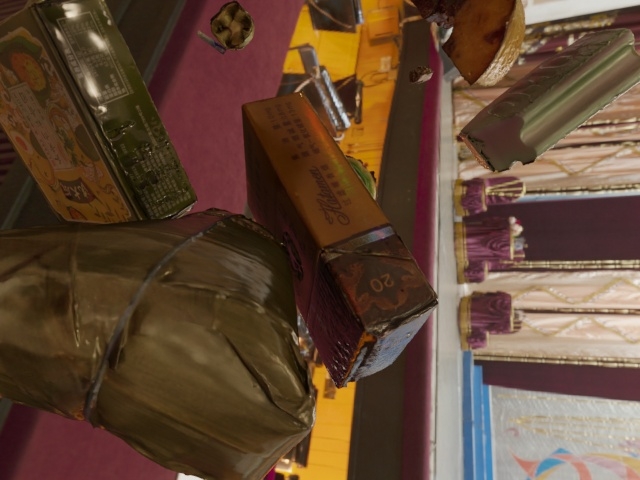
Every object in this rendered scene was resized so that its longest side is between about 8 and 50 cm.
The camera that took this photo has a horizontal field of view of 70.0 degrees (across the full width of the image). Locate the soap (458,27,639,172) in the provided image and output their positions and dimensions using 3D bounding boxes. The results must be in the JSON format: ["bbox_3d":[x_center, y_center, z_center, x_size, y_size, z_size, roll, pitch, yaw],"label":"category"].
[{"bbox_3d":[0.641,-0.388,1.314,0.156,0.446,0.261,48,11,-17],"label":"soap"}]

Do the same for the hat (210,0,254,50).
[{"bbox_3d":[-0.166,-0.409,0.884,0.076,0.077,0.059,49,7,-4],"label":"hat"}]

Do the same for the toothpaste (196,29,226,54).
[{"bbox_3d":[-0.290,-0.526,1.217,0.083,0.024,0.015,29,53,-20],"label":"toothpaste"}]

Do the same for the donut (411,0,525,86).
[{"bbox_3d":[0.277,-0.406,0.811,0.112,0.151,0.294,11,48,-45],"label":"donut"}]

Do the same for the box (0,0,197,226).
[{"bbox_3d":[-0.482,-0.225,0.908,0.138,0.373,0.419,-44,127,-42],"label":"box"}]

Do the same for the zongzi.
[{"bbox_3d":[-0.205,0.032,0.472,0.174,0.393,0.356,-60,-163,18],"label":"zongzi"}]

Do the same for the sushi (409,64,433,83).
[{"bbox_3d":[0.350,-0.579,1.592,0.120,0.052,0.055,-23,146,-28],"label":"sushi"}]

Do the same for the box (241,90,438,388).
[{"bbox_3d":[0.001,0.000,0.727,0.415,0.116,0.264,62,-21,26],"label":"box"}]

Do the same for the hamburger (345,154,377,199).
[{"bbox_3d":[0.072,-0.155,1.530,0.149,0.237,0.236,-48,134,-48],"label":"hamburger"}]
